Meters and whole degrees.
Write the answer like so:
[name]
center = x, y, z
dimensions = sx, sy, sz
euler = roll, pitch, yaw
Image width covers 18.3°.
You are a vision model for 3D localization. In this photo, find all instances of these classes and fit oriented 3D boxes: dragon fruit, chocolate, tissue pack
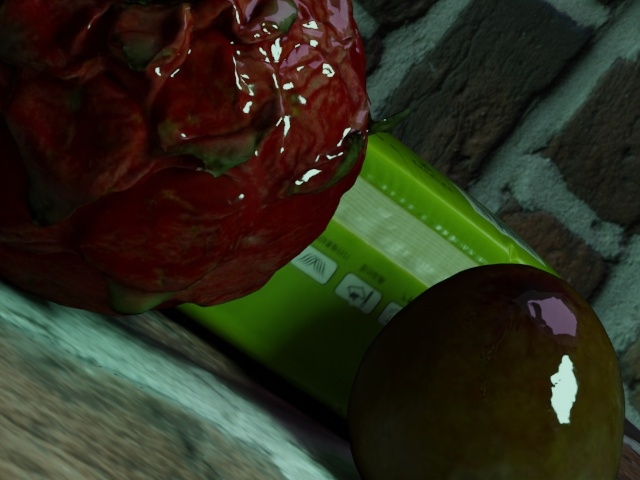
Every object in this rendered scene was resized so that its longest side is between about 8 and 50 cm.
[dragon fruit]
center = -0.098, -0.085, 1.002
dimensions = 0.244, 0.244, 0.299
euler = 36, -12, -30
[chocolate]
center = 0.098, 0.095, 1.135
dimensions = 0.177, 0.177, 0.177
euler = 39, 6, -5
[tissue pack]
center = 0.000, 0.000, 1.297
dimensions = 0.275, 0.167, 0.200
euler = 34, 6, -34
